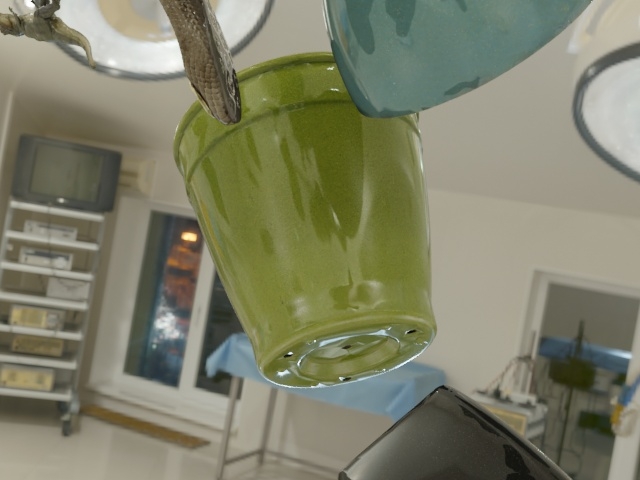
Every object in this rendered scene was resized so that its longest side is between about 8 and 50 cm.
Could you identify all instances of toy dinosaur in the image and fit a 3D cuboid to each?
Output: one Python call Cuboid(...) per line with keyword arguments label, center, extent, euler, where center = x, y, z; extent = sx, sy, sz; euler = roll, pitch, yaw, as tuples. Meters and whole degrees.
Cuboid(label="toy dinosaur", center=(-0.465, -0.382, 1.378), extent=(0.268, 0.118, 0.064), euler=(24, 35, 30))

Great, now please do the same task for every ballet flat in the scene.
Cuboid(label="ballet flat", center=(-0.139, -0.227, 0.787), extent=(0.058, 0.250, 0.084), euler=(-19, 13, 7))

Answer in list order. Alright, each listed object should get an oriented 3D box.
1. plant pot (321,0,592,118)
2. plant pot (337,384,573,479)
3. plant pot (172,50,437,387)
Cuboid(label="plant pot", center=(0.112, -0.291, 0.829), extent=(0.195, 0.290, 0.290), euler=(55, -21, -24))
Cuboid(label="plant pot", center=(0.122, 0.233, 0.659), extent=(0.187, 0.188, 0.167), euler=(45, 7, -39))
Cuboid(label="plant pot", center=(0.000, 0.000, 1.116), extent=(0.366, 0.353, 0.366), euler=(-10, -28, -5))
